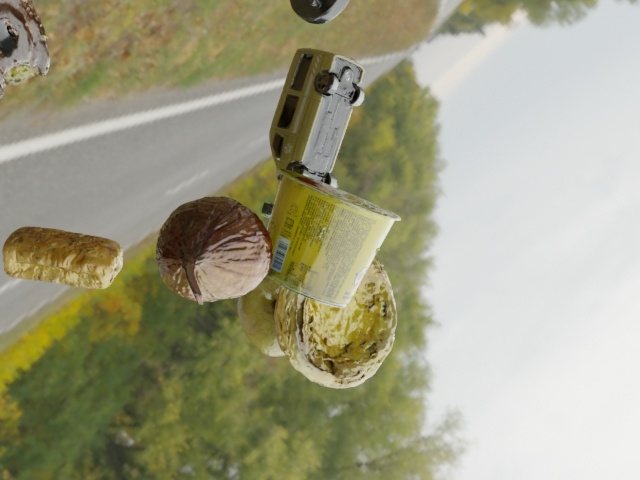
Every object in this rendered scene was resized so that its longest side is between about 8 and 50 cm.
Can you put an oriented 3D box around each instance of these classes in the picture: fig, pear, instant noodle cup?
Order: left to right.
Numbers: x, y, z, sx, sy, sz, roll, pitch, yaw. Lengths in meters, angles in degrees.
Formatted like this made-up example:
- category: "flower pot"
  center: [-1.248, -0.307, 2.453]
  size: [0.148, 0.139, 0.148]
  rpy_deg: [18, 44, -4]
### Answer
- category: "fig"
  center: [-0.148, 0.020, 1.253]
  size: [0.146, 0.133, 0.201]
  rpy_deg: [-21, -177, 19]
- category: "pear"
  center: [-0.063, 0.118, 2.083]
  size: [0.228, 0.188, 0.211]
  rpy_deg: [-65, 171, 6]
- category: "instant noodle cup"
  center: [0.000, 0.000, 1.428]
  size: [0.182, 0.182, 0.144]
  rpy_deg: [-84, -163, -83]

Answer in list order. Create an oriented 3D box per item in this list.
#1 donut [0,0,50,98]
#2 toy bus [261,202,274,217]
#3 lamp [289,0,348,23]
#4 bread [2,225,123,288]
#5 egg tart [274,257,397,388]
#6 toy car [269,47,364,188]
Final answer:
- category: "donut"
  center: [-0.573, -0.349, 1.791]
  size: [0.096, 0.216, 0.230]
  rpy_deg: [-7, -147, 25]
- category: "toy bus"
  center: [-0.088, -0.058, 2.286]
  size: [0.037, 0.083, 0.031]
  rpy_deg: [102, 5, -76]
- category: "lamp"
  center: [-0.094, -0.432, 1.325]
  size: [0.130, 0.371, 0.108]
  rpy_deg: [-23, -136, 37]
- category: "bread"
  center: [-0.465, 0.028, 1.889]
  size: [0.114, 0.211, 0.083]
  rpy_deg: [-75, 174, -66]
- category: "egg tart"
  center: [0.016, 0.132, 1.904]
  size: [0.107, 0.291, 0.291]
  rpy_deg: [-14, -156, 49]
- category: "toy car"
  center: [-0.018, -0.197, 1.784]
  size: [0.101, 0.124, 0.256]
  rpy_deg: [14, 96, -50]
